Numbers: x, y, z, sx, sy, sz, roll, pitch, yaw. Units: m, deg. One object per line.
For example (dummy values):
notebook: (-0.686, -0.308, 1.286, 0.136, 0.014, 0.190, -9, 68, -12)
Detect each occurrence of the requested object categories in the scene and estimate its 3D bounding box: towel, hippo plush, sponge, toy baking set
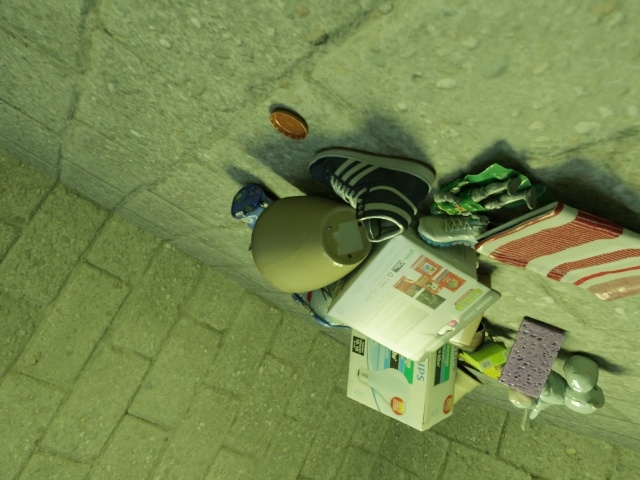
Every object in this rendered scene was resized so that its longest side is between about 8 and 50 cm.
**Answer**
towel: (0.476, 0.033, 0.804, 0.329, 0.037, 0.237, 19, 161, -9)
hippo plush: (0.734, 0.464, 1.401, 0.237, 0.294, 0.234, -4, 179, 39)
sponge: (0.616, 0.345, 1.326, 0.117, 0.210, 0.031, 19, -166, 16)
toy baking set: (0.659, 0.444, 1.615, 0.197, 0.030, 0.256, -117, 5, -69)

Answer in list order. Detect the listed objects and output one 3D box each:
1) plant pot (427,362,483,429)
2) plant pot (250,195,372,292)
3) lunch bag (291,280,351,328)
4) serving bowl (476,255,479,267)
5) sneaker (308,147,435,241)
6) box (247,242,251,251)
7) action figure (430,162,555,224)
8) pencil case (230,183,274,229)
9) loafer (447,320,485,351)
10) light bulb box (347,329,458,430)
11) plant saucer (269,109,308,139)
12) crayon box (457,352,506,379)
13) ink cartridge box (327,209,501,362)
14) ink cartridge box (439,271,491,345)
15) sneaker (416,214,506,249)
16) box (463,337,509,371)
plant pot: (0.476, 0.633, 1.982, 0.334, 0.305, 0.334, 36, -177, -2)
plant pot: (0.000, 0.000, 1.072, 0.256, 0.256, 0.274, 33, 163, -20)
lunch bag: (0.052, 0.188, 1.435, 0.303, 0.115, 0.243, 15, -158, -49)
serving bowl: (0.345, 0.038, 1.097, 0.083, 0.027, 0.083, 24, 162, 8)
sneaker: (0.069, -0.091, 0.900, 0.282, 0.153, 0.099, 13, 158, 34)
box: (-0.140, 0.028, 1.545, 0.191, 0.045, 0.184, 28, -158, -8)
action figure: (0.279, -0.074, 0.825, 0.137, 0.063, 0.232, 29, 166, -19)
pencil case: (-0.130, -0.045, 1.361, 0.133, 0.119, 0.306, 4, 153, 45)
loafer: (0.391, 0.260, 1.544, 0.366, 0.133, 0.130, 14, 141, 5)
light bulb box: (0.320, 0.484, 1.778, 0.361, 0.357, 0.225, 8, -173, 44)
plant saucer: (-0.062, -0.233, 0.908, 0.083, 0.013, 0.083, 24, 163, 8)
crayon box: (0.708, 0.500, 1.821, 0.319, 0.081, 0.202, 21, 162, 13)
ink cartridge box: (0.213, 0.112, 1.063, 0.272, 0.130, 0.309, 31, 128, -7)
ink cartridge box: (0.307, 0.158, 1.201, 0.235, 0.088, 0.193, 13, 125, 9)
sneaker: (0.291, -0.028, 0.915, 0.191, 0.071, 0.083, 7, 149, -3)
box: (0.558, 0.386, 1.536, 0.178, 0.109, 0.042, 36, -150, -88)
